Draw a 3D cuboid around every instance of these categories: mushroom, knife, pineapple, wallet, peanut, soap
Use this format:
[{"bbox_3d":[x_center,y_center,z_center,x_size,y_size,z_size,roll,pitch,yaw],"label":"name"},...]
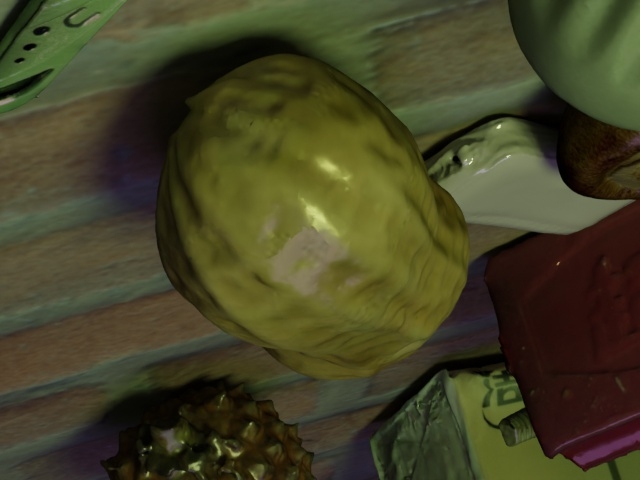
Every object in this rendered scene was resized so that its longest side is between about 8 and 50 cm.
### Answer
[{"bbox_3d":[0.187,-0.059,0.868,0.127,0.087,0.127,-17,156,-8],"label":"mushroom"},{"bbox_3d":[-0.068,-0.122,0.604,0.043,0.019,0.293,-1,155,-41],"label":"knife"},{"bbox_3d":[-0.088,0.181,1.181,0.166,0.166,0.193,-20,143,6],"label":"pineapple"},{"bbox_3d":[0.132,-0.036,0.960,0.095,0.033,0.190,-34,154,34],"label":"wallet"},{"bbox_3d":[0.000,0.000,0.816,0.147,0.147,0.305,-21,160,10],"label":"peanut"},{"bbox_3d":[0.250,0.036,1.067,0.250,0.162,0.099,-27,151,20],"label":"soap"}]

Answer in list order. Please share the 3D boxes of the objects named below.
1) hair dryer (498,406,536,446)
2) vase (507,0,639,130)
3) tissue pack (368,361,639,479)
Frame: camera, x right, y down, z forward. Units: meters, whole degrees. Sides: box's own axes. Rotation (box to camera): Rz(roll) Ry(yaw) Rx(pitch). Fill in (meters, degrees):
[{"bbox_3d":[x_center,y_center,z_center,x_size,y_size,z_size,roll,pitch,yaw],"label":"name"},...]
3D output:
[{"bbox_3d":[0.320,0.070,1.177,0.296,0.119,0.298,-30,173,41],"label":"hair dryer"},{"bbox_3d":[0.157,-0.149,0.580,0.128,0.128,0.248,-9,150,-21],"label":"vase"},{"bbox_3d":[0.292,0.262,1.417,0.405,0.331,0.205,-8,159,-26],"label":"tissue pack"}]
